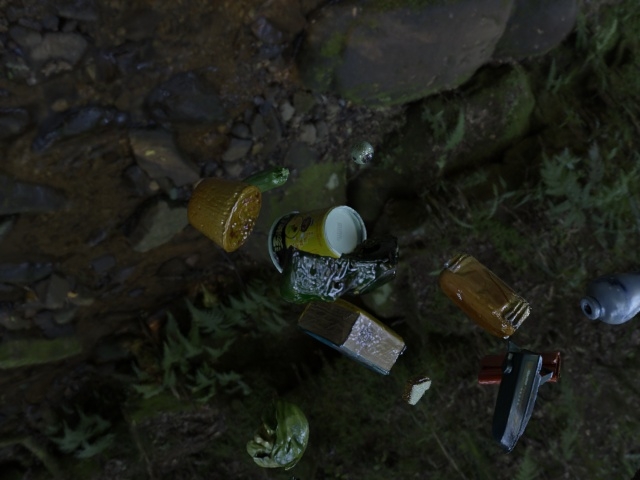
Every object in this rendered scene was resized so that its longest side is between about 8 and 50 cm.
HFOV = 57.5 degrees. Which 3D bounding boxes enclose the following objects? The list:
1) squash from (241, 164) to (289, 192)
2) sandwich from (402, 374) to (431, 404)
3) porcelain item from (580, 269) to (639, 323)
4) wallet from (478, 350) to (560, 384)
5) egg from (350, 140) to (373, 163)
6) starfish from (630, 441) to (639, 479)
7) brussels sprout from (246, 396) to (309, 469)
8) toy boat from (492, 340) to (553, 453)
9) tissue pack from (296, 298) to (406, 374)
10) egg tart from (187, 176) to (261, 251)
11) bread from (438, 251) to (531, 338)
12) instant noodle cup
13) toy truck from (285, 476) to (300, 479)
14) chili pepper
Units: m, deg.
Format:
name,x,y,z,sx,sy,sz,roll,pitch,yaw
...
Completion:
name,x,y,z,sx,sy,sz,roll,pitch,yaw
squash,-0.180,-0.197,1.907,0.219,0.068,0.077,-14,-178,43
sandwich,0.318,0.492,1.925,0.104,0.035,0.093,-12,121,-35
porcelain item,0.855,0.148,1.632,0.259,0.141,0.141,-18,160,-10
wallet,0.538,0.344,1.578,0.204,0.045,0.142,-10,-169,28
egg,0.148,-0.315,2.084,0.085,0.085,0.110,-29,-174,-4
starfish,0.566,0.384,0.988,0.238,0.071,0.216,-54,176,-35
brussels sprout,-0.074,0.391,1.180,0.100,0.139,0.181,-6,149,32
toy boat,0.443,0.358,1.308,0.103,0.246,0.093,15,177,-3
tissue pack,0.094,0.265,1.677,0.271,0.192,0.134,39,76,-45
egg tart,-0.269,-0.080,1.609,0.202,0.147,0.203,21,90,-75
bread,0.422,0.145,1.528,0.107,0.241,0.136,-43,160,-14
instant noodle cup,0.000,0.000,1.631,0.215,0.216,0.236,-16,180,-38
toy truck,-0.045,0.615,1.331,0.079,0.147,0.065,-28,159,-11
chili pepper,0.052,0.062,1.106,0.264,0.116,0.148,-14,145,-35
